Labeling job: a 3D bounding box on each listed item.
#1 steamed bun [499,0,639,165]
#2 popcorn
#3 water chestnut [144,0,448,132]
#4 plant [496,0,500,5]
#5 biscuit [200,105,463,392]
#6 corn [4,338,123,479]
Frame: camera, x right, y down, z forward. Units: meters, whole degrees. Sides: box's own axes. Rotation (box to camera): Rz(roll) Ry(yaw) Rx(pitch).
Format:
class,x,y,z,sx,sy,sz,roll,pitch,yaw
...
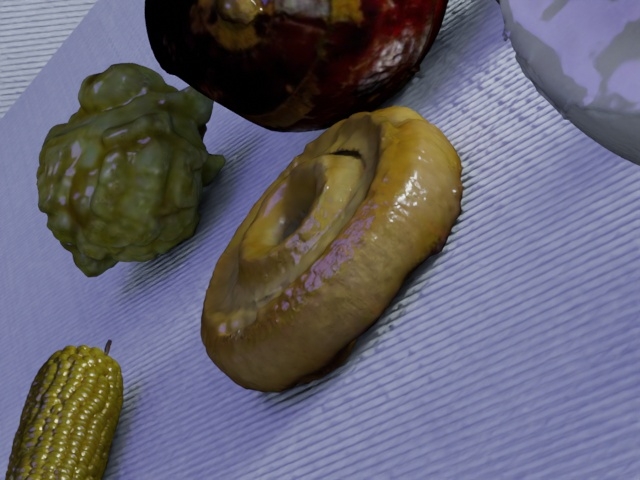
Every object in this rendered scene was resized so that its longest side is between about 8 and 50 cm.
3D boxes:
class,x,y,z,sx,sy,sz,roll,pitch,yaw
steamed bun,0.273,-0.186,1.163,0.324,0.206,0.324,-14,70,43
popcorn,-0.223,-0.076,2.178,0.255,0.195,0.256,-63,20,-3
water chestnut,0.002,-0.278,1.918,0.335,0.347,0.335,7,100,45
plant,0.192,-0.266,1.750,0.174,0.087,0.085,-75,0,-57
biscuit,0.000,0.000,1.673,0.296,0.102,0.296,-44,19,19
corn,-0.261,0.214,1.876,0.101,0.101,0.310,-40,24,31
